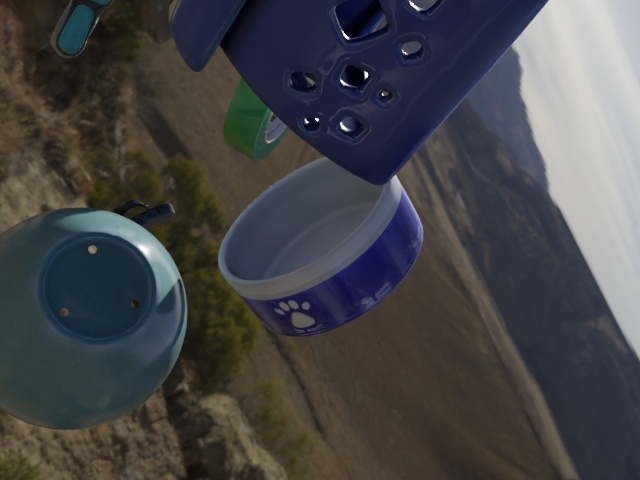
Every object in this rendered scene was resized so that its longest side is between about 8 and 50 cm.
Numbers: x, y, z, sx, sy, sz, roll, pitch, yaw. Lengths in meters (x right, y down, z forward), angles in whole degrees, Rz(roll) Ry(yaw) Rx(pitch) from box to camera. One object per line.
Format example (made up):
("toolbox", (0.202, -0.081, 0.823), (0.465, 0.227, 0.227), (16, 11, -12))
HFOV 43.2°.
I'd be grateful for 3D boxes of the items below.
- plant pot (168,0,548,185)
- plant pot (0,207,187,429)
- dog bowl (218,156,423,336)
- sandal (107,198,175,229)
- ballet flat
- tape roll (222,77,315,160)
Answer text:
("plant pot", (0.017, -0.223, 0.622), (0.212, 0.236, 0.235), (24, 37, -23))
("plant pot", (-0.291, 0.079, 0.998), (0.290, 0.290, 0.195), (65, -29, 5))
("dog bowl", (0.000, 0.000, 1.089), (0.104, 0.265, 0.264), (55, 16, -29))
("sandal", (-0.348, -0.028, 1.339), (0.097, 0.255, 0.054), (-23, 98, -54))
("ballet flat", (-0.421, -0.428, 1.454), (0.072, 0.213, 0.068), (30, 0, -36))
("tape roll", (-0.082, -0.319, 1.658), (0.077, 0.321, 0.321), (32, 14, 5))
